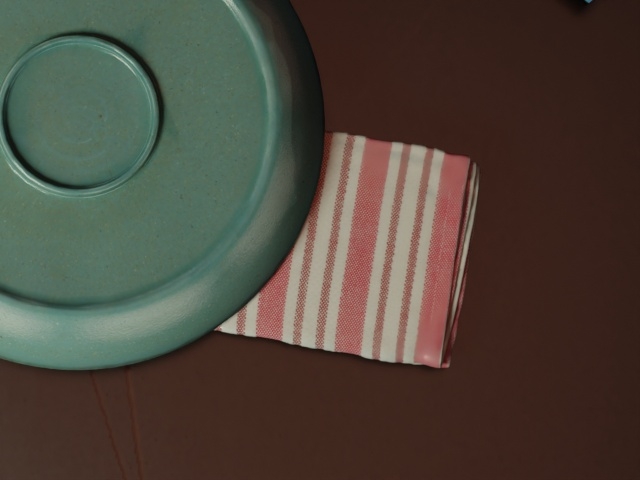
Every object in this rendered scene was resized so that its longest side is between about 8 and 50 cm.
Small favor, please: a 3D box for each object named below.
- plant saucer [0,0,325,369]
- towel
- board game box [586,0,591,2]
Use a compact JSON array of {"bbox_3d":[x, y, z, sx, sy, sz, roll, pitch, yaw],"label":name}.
[{"bbox_3d":[-0.153,-0.077,1.140,0.318,0.044,0.317,0,86,-6],"label":"plant saucer"},{"bbox_3d":[0.000,0.000,1.187,0.197,0.029,0.144,10,83,1],"label":"towel"},{"bbox_3d":[0.149,-0.288,1.212,0.211,0.039,0.160,39,82,-2],"label":"board game box"}]
